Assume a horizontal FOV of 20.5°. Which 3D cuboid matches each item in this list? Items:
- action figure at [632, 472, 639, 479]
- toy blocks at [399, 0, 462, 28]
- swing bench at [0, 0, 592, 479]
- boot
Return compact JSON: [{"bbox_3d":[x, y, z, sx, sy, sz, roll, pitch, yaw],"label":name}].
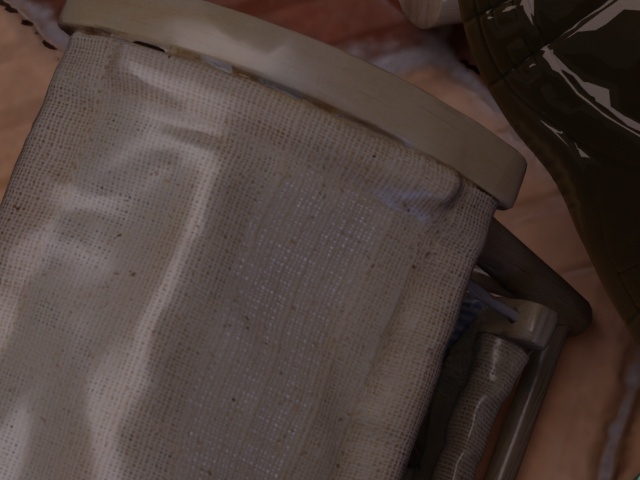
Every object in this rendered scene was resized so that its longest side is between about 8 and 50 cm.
[{"bbox_3d":[0.201,0.076,0.699,0.137,0.063,0.232,32,77,27],"label":"action figure"},{"bbox_3d":[0.156,-0.264,0.782,0.260,0.309,0.288,-13,76,-26],"label":"toy blocks"},{"bbox_3d":[-0.027,0.082,0.638,0.165,0.255,0.253,17,78,18],"label":"swing bench"},{"bbox_3d":[0.120,-0.061,0.683,0.077,0.165,0.213,-24,92,17],"label":"boot"}]
